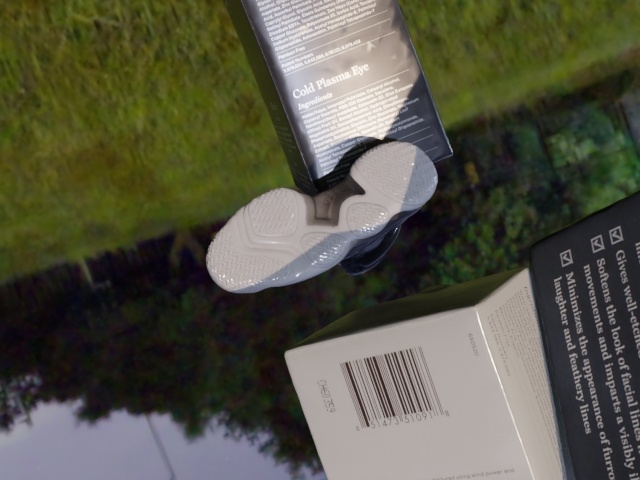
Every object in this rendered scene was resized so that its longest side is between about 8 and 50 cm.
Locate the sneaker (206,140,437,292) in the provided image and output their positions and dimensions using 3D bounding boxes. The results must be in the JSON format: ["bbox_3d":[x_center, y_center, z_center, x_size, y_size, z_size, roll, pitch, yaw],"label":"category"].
[{"bbox_3d":[0.000,0.000,1.067,0.268,0.101,0.153,-27,161,-18],"label":"sneaker"}]

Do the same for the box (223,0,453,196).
[{"bbox_3d":[0.007,-0.232,1.302,0.178,0.313,0.343,-23,-170,-3],"label":"box"}]

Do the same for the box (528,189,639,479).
[{"bbox_3d":[0.362,0.079,0.621,0.211,0.294,0.395,5,158,-31],"label":"box"}]

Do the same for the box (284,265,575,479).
[{"bbox_3d":[0.096,0.136,0.780,0.181,0.182,0.119,-17,-176,34],"label":"box"}]
